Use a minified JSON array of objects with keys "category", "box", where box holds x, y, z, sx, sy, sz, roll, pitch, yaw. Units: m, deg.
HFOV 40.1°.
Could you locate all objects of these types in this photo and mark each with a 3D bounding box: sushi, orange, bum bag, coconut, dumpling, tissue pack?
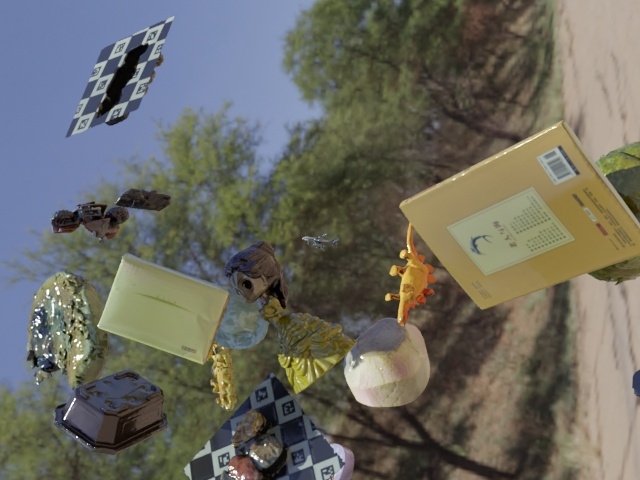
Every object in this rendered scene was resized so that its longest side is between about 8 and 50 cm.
[{"category":"sushi","box":[-0.136,0.458,1.837,0.292,0.294,0.059,-46,-40,-4]},{"category":"orange","box":[0.594,-0.063,1.668,0.300,0.223,0.301,-44,-18,18]},{"category":"bum bag","box":[-0.366,-0.083,1.824,0.124,0.058,0.034,2,-126,-47]},{"category":"coconut","box":[0.188,0.345,2.437,0.259,0.259,0.259,8,-90,-80]},{"category":"dumpling","box":[-0.215,0.186,2.186,0.108,0.219,0.153,34,-137,-37]},{"category":"tissue pack","box":[-0.315,0.139,1.798,0.125,0.234,0.159,164,126,-86]},{"category":"sushi","box":[-0.329,-0.266,1.507,0.050,0.192,0.215,42,-132,-39]}]

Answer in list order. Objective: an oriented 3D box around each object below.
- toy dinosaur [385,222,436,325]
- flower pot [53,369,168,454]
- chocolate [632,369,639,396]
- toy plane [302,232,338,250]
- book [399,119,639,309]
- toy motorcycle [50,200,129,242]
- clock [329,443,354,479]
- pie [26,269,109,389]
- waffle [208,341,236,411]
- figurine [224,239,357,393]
[{"category":"toy dinosaur","box":[0.230,0.084,2.120,0.070,0.117,0.288,-27,41,46]},{"category":"flower pot","box":[-0.438,0.355,1.886,0.251,0.179,0.084,-13,-52,-63]},{"category":"chocolate","box":[0.709,0.306,1.840,0.147,0.070,0.072,23,-151,-44]},{"category":"toy plane","box":[0.001,0.002,2.020,0.078,0.084,0.024,104,165,-58]},{"category":"book","box":[0.343,-0.027,1.517,0.389,0.269,0.032,-26,18,48]},{"category":"toy motorcycle","box":[-0.639,-0.045,2.422,0.118,0.212,0.084,117,142,-49]},{"category":"clock","box":[0.039,0.639,2.396,0.198,0.064,0.172,-50,19,34]},{"category":"pie","box":[-0.636,0.223,2.184,0.078,0.371,0.296,8,-97,-43]},{"category":"waffle","box":[-0.285,0.353,2.495,0.280,0.060,0.262,151,114,-76]},{"category":"figurine","box":[-0.089,0.155,1.875,0.168,0.315,0.187,-40,-4,-8]}]
